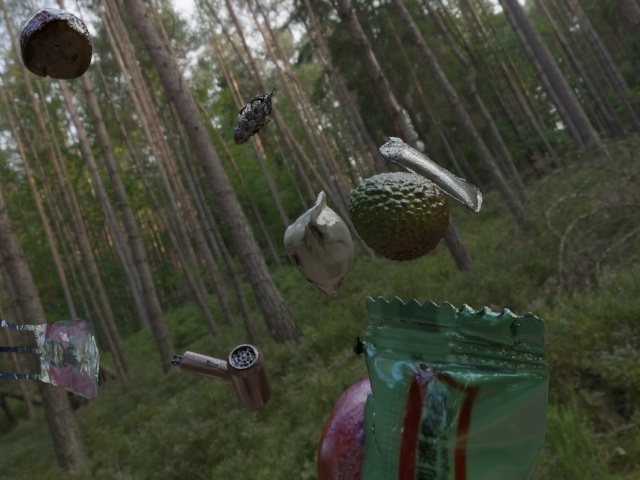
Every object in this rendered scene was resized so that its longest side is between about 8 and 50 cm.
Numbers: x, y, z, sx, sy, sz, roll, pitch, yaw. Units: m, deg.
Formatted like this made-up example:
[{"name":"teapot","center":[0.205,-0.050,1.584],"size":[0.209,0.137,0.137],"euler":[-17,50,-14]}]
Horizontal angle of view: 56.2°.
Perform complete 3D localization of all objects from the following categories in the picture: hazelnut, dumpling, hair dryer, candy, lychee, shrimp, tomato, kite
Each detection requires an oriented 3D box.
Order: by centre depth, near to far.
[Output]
[{"name":"lychee","center":[0.100,-0.029,0.743],"size":[0.147,0.114,0.114],"euler":[27,-40,-28]},{"name":"candy","center":[0.168,0.264,0.760],"size":[0.263,0.397,0.172],"euler":[1,10,34]},{"name":"hair dryer","center":[-0.175,0.217,1.020],"size":[0.182,0.064,0.117],"euler":[9,-43,16]},{"name":"tomato","center":[0.095,0.408,1.212],"size":[0.290,0.176,0.334],"euler":[-42,-46,-14]},{"name":"dumpling","center":[0.000,0.000,1.237],"size":[0.143,0.172,0.247],"euler":[-1,-47,6]},{"name":"kite","center":[-0.616,0.248,1.341],"size":[0.022,0.204,0.360],"euler":[-21,-23,13]},{"name":"shrimp","center":[-0.173,-0.339,1.618],"size":[0.190,0.075,0.073],"euler":[-49,24,-2]},{"name":"hazelnut","center":[-0.739,-0.539,1.657],"size":[0.208,0.208,0.208],"euler":[-20,-13,-5]}]

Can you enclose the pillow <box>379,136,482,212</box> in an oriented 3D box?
[{"name":"pillow","center":[0.226,-0.135,1.207],"size":[0.038,0.233,0.130],"euler":[-59,-6,29]}]
